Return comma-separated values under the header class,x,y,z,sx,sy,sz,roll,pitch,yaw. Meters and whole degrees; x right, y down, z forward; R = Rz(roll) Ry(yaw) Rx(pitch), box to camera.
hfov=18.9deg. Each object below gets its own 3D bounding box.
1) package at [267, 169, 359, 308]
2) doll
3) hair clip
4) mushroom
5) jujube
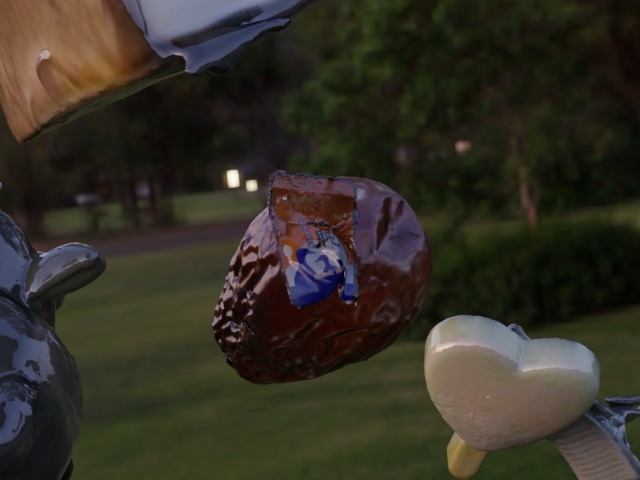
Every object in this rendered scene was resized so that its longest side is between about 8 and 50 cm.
class,x,y,z,sx,sy,sz,roll,pitch,yaw
package,-0.001,0.000,1.492,0.077,0.110,0.033,-4,-21,-11
doll,-0.361,0.092,1.566,0.379,0.252,0.382,22,26,-17
hair clip,0.145,0.119,1.371,0.159,0.071,0.218,-28,-45,31
mushroom,-0.162,-0.235,1.302,0.224,0.313,0.397,-30,6,-28
jujube,-0.007,0.043,1.746,0.168,0.168,0.236,-14,-19,-49
